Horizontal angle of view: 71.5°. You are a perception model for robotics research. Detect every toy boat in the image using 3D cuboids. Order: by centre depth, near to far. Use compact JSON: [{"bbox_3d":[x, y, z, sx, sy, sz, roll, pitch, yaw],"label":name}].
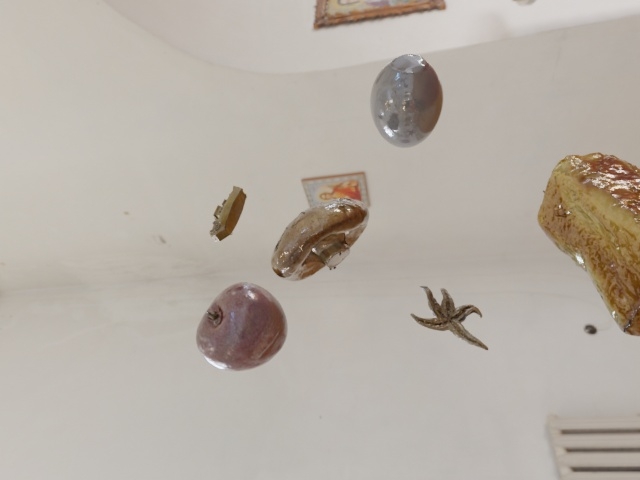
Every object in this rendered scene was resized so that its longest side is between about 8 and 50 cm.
[{"bbox_3d":[-0.284,-0.085,1.353,0.064,0.072,0.206,62,-147,-44],"label":"toy boat"}]

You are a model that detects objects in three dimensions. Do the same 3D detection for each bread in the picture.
[{"bbox_3d":[0.501,-0.008,0.731,0.343,0.149,0.195,-94,3,-54],"label":"bread"}]

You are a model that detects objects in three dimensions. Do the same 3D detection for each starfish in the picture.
[{"bbox_3d":[0.354,0.216,1.217,0.238,0.213,0.057,56,146,29],"label":"starfish"}]

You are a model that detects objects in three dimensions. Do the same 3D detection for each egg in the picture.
[{"bbox_3d":[0.211,-0.330,1.090,0.231,0.176,0.176,70,-162,-52],"label":"egg"}]

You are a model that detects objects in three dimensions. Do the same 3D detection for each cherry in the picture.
[{"bbox_3d":[-0.218,0.258,1.292,0.261,0.221,0.307,-55,-39,3],"label":"cherry"}]

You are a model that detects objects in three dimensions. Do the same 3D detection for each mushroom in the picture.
[{"bbox_3d":[0.000,0.000,1.072,0.146,0.278,0.278,52,-178,16],"label":"mushroom"}]
